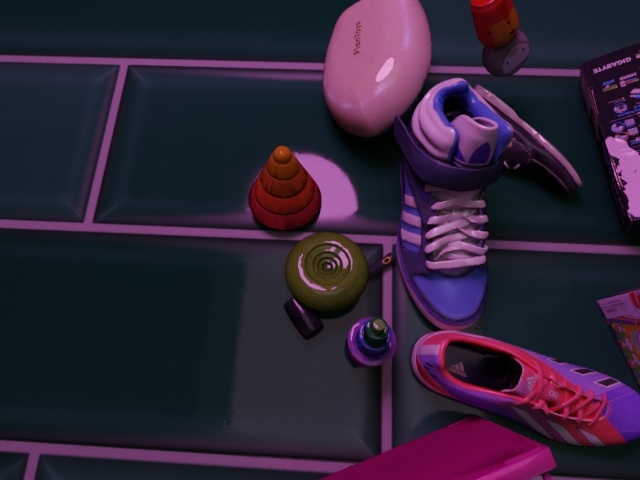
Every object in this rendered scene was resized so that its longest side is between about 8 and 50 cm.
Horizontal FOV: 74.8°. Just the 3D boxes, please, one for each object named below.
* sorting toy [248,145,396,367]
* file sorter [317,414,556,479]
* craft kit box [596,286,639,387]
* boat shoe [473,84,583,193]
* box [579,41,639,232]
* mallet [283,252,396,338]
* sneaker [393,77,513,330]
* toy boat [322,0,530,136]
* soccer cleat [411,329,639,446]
[{"bbox_3d":[0.000,0.000,0.590,0.126,0.126,0.366,-24,65,-14],"label":"sorting toy"},{"bbox_3d":[0.116,0.352,0.465,0.290,0.202,0.183,-20,76,-5],"label":"file sorter"},{"bbox_3d":[0.472,0.160,0.487,0.060,0.250,0.247,-19,72,-3],"label":"craft kit box"},{"bbox_3d":[0.323,-0.154,0.691,0.233,0.084,0.079,43,112,7],"label":"boat shoe"},{"bbox_3d":[0.582,-0.185,0.614,0.295,0.073,0.294,-14,69,28],"label":"box"},{"bbox_3d":[0.040,0.082,0.637,0.189,0.039,0.062,-25,72,-10],"label":"mallet"},{"bbox_3d":[0.178,-0.051,0.567,0.130,0.236,0.323,-3,72,1],"label":"sneaker"},{"bbox_3d":[0.153,-0.287,0.670,0.318,0.148,0.268,-4,68,35],"label":"toy boat"},{"bbox_3d":[0.282,0.195,0.549,0.317,0.116,0.109,17,74,7],"label":"soccer cleat"}]
